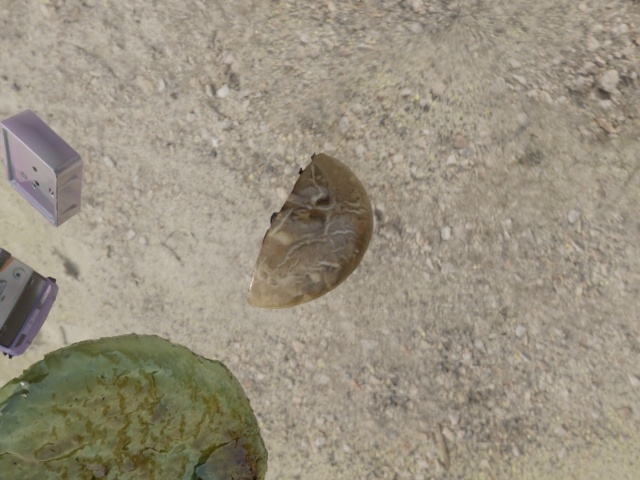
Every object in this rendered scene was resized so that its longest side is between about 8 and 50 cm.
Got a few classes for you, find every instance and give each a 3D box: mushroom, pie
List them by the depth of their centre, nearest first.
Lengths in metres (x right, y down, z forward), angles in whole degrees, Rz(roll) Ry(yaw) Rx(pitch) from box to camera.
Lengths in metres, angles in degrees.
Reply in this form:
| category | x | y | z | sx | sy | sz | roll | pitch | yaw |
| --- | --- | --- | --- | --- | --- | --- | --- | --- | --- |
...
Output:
| category | x | y | z | sx | sy | sz | roll | pitch | yaw |
| --- | --- | --- | --- | --- | --- | --- | --- | --- | --- |
| pie | -0.172 | 0.206 | 0.503 | 0.079 | 0.277 | 0.276 | 13 | 121 | 55 |
| mushroom | 0.000 | 0.000 | 0.991 | 0.151 | 0.156 | 0.285 | 25 | 76 | 10 |

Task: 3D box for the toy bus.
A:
| category | x | y | z | sx | sy | sz | roll | pitch | yaw |
| --- | --- | --- | --- | --- | --- | --- | --- | --- | --- |
| toy bus | -0.859 | 0.132 | 1.475 | 0.440 | 0.209 | 0.249 | 4 | 152 | 33 |

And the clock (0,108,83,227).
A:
| category | x | y | z | sx | sy | sz | roll | pitch | yaw |
| --- | --- | --- | --- | --- | --- | --- | --- | --- | --- |
| clock | -0.521 | -0.131 | 1.146 | 0.150 | 0.063 | 0.197 | 42 | 145 | 5 |
